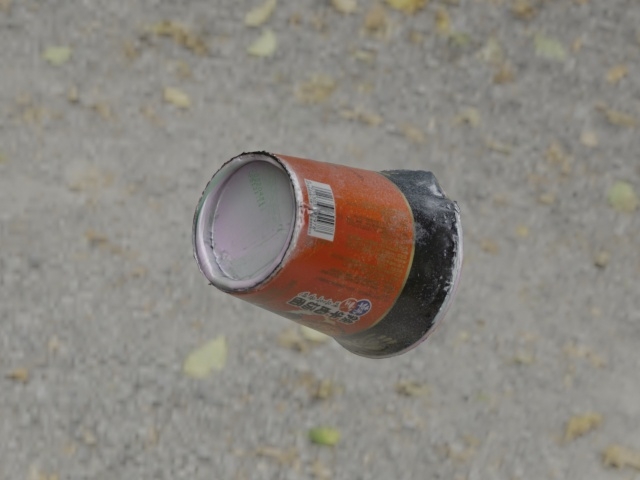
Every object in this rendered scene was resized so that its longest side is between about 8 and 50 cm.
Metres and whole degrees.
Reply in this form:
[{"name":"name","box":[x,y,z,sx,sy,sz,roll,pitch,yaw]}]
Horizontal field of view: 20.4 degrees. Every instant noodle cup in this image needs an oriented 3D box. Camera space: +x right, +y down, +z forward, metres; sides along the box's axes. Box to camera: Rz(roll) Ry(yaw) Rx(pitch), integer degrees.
[{"name":"instant noodle cup","box":[-0.001,0.002,1.084,0.136,0.127,0.127,16,30,-47]}]
